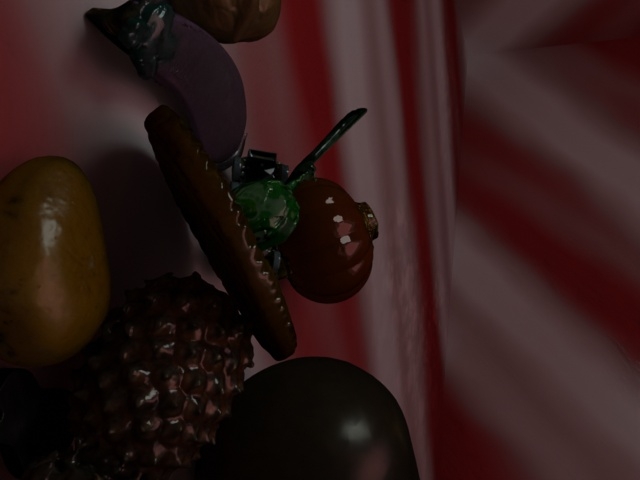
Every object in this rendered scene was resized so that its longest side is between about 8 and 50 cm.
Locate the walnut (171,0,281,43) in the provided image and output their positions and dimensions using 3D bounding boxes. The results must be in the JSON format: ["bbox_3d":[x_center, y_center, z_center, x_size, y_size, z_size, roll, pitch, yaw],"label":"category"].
[{"bbox_3d":[-0.129,-0.340,0.827,0.166,0.149,0.166,8,76,-37],"label":"walnut"}]

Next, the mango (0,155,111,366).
[{"bbox_3d":[-0.253,0.016,0.569,0.137,0.098,0.195,41,45,-59],"label":"mango"}]

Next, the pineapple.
[{"bbox_3d":[-0.189,0.196,0.588,0.175,0.175,0.361,68,35,-43],"label":"pineapple"}]

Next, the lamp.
[{"bbox_3d":[0.000,0.000,1.065,0.223,0.197,0.223,158,-90,-81],"label":"lamp"}]

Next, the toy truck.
[{"bbox_3d":[-0.104,-0.036,0.939,0.116,0.085,0.191,173,-78,-77],"label":"toy truck"}]

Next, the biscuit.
[{"bbox_3d":[-0.114,-0.006,0.715,0.040,0.318,0.318,-30,130,-14],"label":"biscuit"}]

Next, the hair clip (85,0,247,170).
[{"bbox_3d":[-0.164,-0.203,0.814,0.359,0.096,0.110,41,35,-66],"label":"hair clip"}]

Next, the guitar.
[{"bbox_3d":[-0.294,0.134,0.549,0.233,0.025,0.088,66,28,-45],"label":"guitar"}]

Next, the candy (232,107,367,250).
[{"bbox_3d":[-0.016,-0.105,0.878,0.323,0.097,0.097,-50,138,-34],"label":"candy"}]

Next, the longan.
[{"bbox_3d":[-0.007,0.343,0.870,0.361,0.361,0.361,0,90,-68],"label":"longan"}]
